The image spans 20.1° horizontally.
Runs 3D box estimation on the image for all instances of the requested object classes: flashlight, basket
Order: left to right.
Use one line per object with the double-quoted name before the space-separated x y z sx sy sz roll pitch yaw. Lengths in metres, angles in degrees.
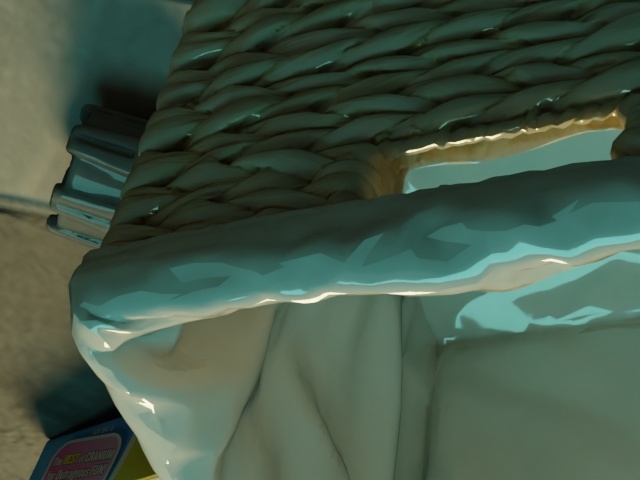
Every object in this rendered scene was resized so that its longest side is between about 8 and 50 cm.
"flashlight" 0.000 0.000 1.029 0.304 0.103 0.103 18 109 -5
"basket" 0.124 0.026 0.770 0.328 0.266 0.331 -9 131 20

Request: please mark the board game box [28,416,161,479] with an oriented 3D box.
"board game box" -0.019 0.193 1.208 0.242 0.064 0.316 41 140 -27
